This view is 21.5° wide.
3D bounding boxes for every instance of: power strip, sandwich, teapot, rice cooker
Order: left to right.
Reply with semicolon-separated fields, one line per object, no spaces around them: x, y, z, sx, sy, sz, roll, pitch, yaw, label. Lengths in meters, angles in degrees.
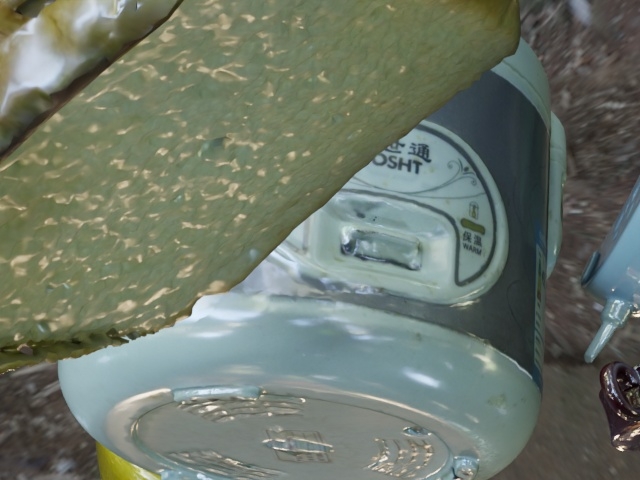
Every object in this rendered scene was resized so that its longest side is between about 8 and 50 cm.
-0.061;-0.045;0.532;0.226;0.251;0.087;-39;78;24;sandwich
0.001;-0.003;0.972;0.288;0.288;0.277;6;65;2;rice cooker
0.164;0.072;0.807;0.068;0.100;0.045;-34;58;33;teapot
0.195;-0.031;0.926;0.044;0.137;0.216;25;96;3;power strip

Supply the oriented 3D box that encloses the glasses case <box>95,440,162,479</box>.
-0.079;0.109;1.346;0.173;0.371;0.141;6;131;7;glasses case
